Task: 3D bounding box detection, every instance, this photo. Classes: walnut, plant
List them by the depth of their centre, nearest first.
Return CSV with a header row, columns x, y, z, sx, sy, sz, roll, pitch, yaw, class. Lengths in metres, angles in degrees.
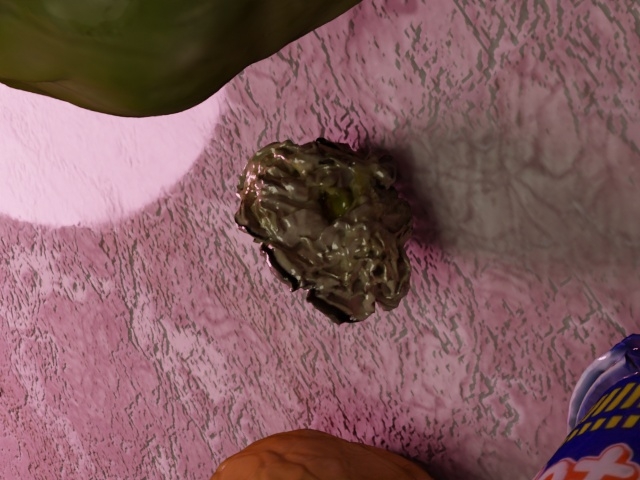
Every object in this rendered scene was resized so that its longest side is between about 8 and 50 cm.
x,y,z,sx,sy,sz,roll,pitch,yaw,class
0.000,0.000,0.727,0.122,0.104,0.117,115,143,-72,plant
0.009,0.205,0.791,0.206,0.159,0.159,11,120,44,walnut

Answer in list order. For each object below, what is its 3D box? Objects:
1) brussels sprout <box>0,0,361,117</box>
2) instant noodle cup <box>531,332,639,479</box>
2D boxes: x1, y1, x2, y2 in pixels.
x,y,z,sx,sy,sz,roll,pitch,yaw,class
-0.091,-0.209,0.583,0.328,0.247,0.328,6,99,44,brussels sprout
0.123,0.240,0.525,0.284,0.312,0.284,38,148,29,instant noodle cup
